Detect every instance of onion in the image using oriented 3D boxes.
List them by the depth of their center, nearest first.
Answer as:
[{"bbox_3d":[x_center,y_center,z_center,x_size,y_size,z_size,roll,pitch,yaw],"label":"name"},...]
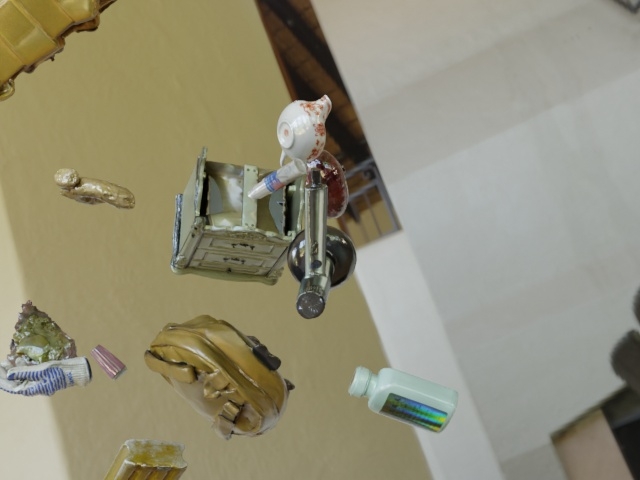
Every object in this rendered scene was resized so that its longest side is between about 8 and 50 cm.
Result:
[{"bbox_3d":[0.020,-0.155,2.626,0.098,0.205,0.151,-6,26,41],"label":"onion"}]

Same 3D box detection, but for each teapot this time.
[{"bbox_3d":[-0.054,-0.272,2.428,0.116,0.159,0.245,-27,-20,-37],"label":"teapot"}]

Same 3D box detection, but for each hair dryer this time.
[{"bbox_3d":[0.017,-0.001,1.954,0.156,0.284,0.320,17,8,0],"label":"hair dryer"},{"bbox_3d":[-0.593,0.354,2.629,0.054,0.106,0.154,-45,-9,-19],"label":"hair dryer"}]

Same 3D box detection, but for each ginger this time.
[{"bbox_3d":[-0.494,-0.107,2.052,0.214,0.058,0.133,16,-17,11],"label":"ginger"}]

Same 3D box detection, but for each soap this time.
[{"bbox_3d":[-0.393,0.526,2.029,0.140,0.073,0.232,12,-49,-25],"label":"soap"}]

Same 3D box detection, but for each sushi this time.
[{"bbox_3d":[-0.673,0.259,2.287,0.162,0.241,0.107,5,-45,-5],"label":"sushi"}]

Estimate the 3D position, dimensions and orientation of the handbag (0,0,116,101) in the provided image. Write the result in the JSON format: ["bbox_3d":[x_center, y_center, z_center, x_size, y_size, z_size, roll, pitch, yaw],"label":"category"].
[{"bbox_3d":[-0.482,-0.355,1.324,0.401,0.283,0.133,-42,7,-7],"label":"handbag"}]

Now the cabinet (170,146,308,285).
[{"bbox_3d":[-0.201,-0.053,2.341,0.290,0.227,0.318,8,-24,-16],"label":"cabinet"}]

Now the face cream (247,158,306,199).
[{"bbox_3d":[-0.086,-0.111,1.761,0.130,0.034,0.034,-28,-22,32],"label":"face cream"}]

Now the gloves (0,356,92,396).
[{"bbox_3d":[-0.633,0.306,2.110,0.229,0.097,0.119,4,-26,-16],"label":"gloves"}]

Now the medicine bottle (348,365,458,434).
[{"bbox_3d":[0.178,0.345,2.060,0.229,0.083,0.121,19,-44,-2],"label":"medicine bottle"}]

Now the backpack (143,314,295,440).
[{"bbox_3d":[-0.214,0.302,2.109,0.201,0.353,0.378,-53,19,-22],"label":"backpack"}]
